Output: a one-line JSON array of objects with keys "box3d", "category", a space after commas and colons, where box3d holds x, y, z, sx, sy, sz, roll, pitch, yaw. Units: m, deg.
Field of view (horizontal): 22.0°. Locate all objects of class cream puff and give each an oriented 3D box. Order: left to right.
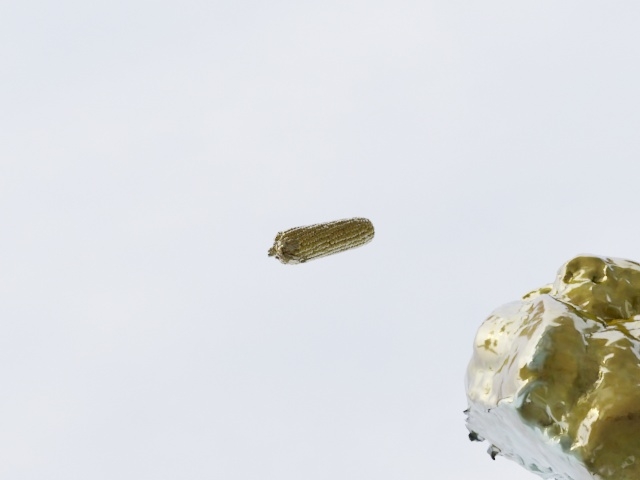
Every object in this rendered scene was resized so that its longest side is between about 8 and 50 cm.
[{"box3d": [0.138, 0.064, 0.661, 0.156, 0.121, 0.156, 8, -118, -16], "category": "cream puff"}]

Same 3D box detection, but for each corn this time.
[{"box3d": [0.000, 0.000, 1.179, 0.083, 0.028, 0.027, -13, -76, -22], "category": "corn"}]
